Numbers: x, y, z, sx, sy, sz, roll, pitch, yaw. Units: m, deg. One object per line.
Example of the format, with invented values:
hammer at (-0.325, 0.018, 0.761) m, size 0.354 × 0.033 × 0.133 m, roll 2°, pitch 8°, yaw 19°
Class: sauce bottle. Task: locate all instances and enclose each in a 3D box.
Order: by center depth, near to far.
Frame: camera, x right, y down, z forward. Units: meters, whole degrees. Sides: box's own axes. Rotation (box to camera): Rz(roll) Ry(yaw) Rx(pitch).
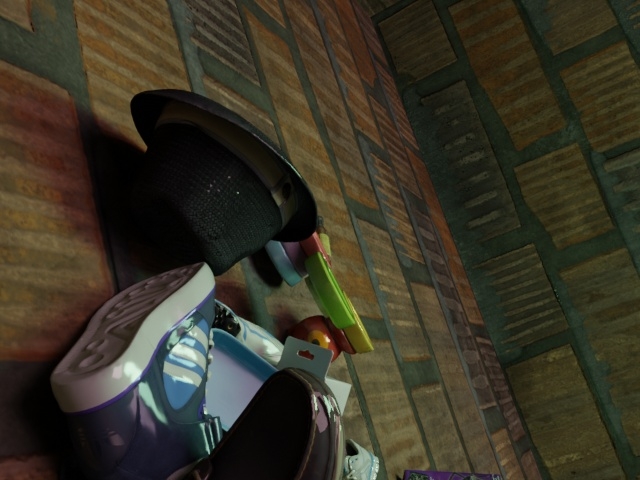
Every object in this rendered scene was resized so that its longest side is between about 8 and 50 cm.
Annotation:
sauce bottle at (0.000, 0.000, 1.523) m, size 0.042 × 0.042 × 0.128 m, roll 46°, pitch 30°, yaw -43°

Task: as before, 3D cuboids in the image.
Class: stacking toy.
stacking toy at (-0.041, 0.072, 1.194) m, size 0.309 × 0.130 × 0.279 m, roll 63°, pitch 3°, yaw 18°

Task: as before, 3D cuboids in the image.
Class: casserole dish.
casserole dish at (-0.118, 0.202, 0.924) m, size 0.188 × 0.037 × 0.114 m, roll 40°, pitch 52°, yaw -14°

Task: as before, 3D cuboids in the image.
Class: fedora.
fedora at (-0.164, -0.052, 0.960) m, size 0.334 × 0.334 × 0.153 m, roll 49°, pitch 62°, yaw -38°

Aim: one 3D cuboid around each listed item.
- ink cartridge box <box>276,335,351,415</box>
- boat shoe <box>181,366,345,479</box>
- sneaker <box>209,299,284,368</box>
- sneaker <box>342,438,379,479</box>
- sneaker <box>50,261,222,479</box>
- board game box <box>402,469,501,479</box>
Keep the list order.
ink cartridge box at (-0.024, 0.239, 0.982) m, size 0.061 × 0.104 × 0.181 m, roll 25°, pitch 80°, yaw -43°
boat shoe at (-0.094, 0.283, 0.635) m, size 0.130 × 0.132 × 0.356 m, roll 34°, pitch 77°, yaw -48°
sneaker at (-0.126, 0.150, 1.013) m, size 0.237 × 0.085 × 0.086 m, roll 45°, pitch 2°, yaw -37°
sneaker at (0.055, 0.421, 1.182) m, size 0.083 × 0.071 × 0.191 m, roll 52°, pitch 16°, yaw -20°
sneaker at (-0.174, 0.185, 0.798) m, size 0.323 × 0.130 × 0.236 m, roll -68°, pitch 141°, yaw -68°
board game box at (0.271, 0.611, 1.320) m, size 0.347 × 0.208 × 0.056 m, roll -88°, pitch 177°, yaw -50°
